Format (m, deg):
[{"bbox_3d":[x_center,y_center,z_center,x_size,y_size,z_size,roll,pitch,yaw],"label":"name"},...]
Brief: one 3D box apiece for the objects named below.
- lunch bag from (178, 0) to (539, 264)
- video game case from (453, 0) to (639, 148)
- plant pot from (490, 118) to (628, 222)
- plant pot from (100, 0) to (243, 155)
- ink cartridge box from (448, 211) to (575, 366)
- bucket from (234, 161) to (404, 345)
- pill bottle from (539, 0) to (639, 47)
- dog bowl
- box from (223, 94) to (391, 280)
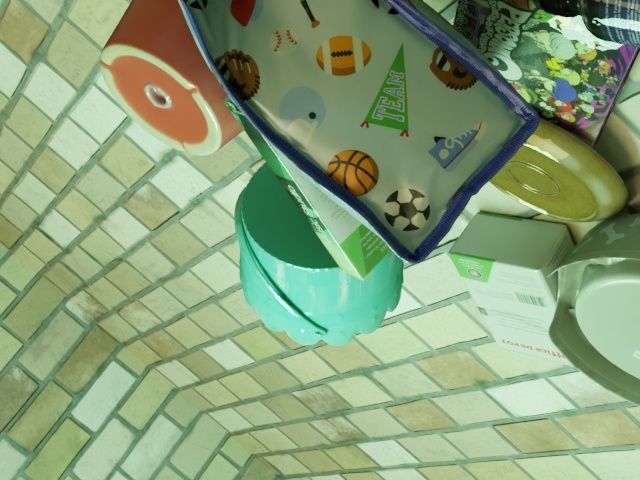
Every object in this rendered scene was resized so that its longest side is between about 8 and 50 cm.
[{"bbox_3d":[0.008,-0.204,1.245,0.385,0.239,0.328,38,-172,-10],"label":"lunch bag"},{"bbox_3d":[0.252,-0.218,1.358,0.210,0.042,0.232,29,154,12],"label":"video game case"},{"bbox_3d":[0.277,-0.089,1.501,0.236,0.032,0.236,30,167,8],"label":"plant pot"},{"bbox_3d":[-0.142,-0.263,1.548,0.275,0.243,0.275,30,154,16],"label":"plant pot"},{"bbox_3d":[0.308,0.073,1.719,0.160,0.092,0.219,12,145,42],"label":"ink cartridge box"},{"bbox_3d":[0.000,0.000,1.797,0.281,0.281,0.183,27,147,20],"label":"bucket"},{"bbox_3d":[0.327,-0.243,1.127,0.219,0.123,0.123,19,150,31],"label":"pill bottle"},{"bbox_3d":[0.464,0.101,1.534,0.349,0.102,0.349,25,151,15],"label":"dog bowl"},{"bbox_3d":[0.047,-0.137,1.534,0.058,0.232,0.322,26,156,54],"label":"box"}]
